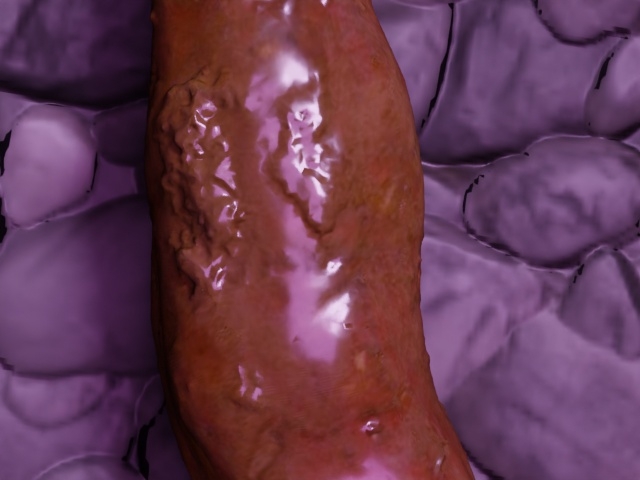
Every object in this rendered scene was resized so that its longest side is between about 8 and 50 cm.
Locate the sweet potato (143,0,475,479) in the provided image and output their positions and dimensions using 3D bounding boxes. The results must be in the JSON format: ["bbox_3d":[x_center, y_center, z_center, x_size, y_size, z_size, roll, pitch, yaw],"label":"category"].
[{"bbox_3d":[-0.011,0.006,0.544,0.106,0.095,0.354,-15,92,32],"label":"sweet potato"}]
